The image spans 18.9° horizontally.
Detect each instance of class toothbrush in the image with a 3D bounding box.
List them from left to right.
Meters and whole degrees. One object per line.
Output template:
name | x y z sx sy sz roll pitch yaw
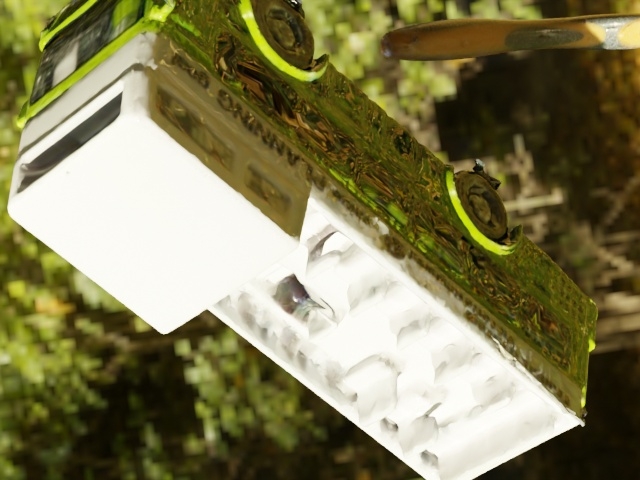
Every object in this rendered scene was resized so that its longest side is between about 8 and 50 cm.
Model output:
toothbrush | 0.176 -0.123 1.117 0.031 0.321 0.023 25 118 57

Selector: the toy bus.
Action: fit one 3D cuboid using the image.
toy bus | 0.000 0.000 0.890 0.301 0.113 0.139 39 -142 -25
